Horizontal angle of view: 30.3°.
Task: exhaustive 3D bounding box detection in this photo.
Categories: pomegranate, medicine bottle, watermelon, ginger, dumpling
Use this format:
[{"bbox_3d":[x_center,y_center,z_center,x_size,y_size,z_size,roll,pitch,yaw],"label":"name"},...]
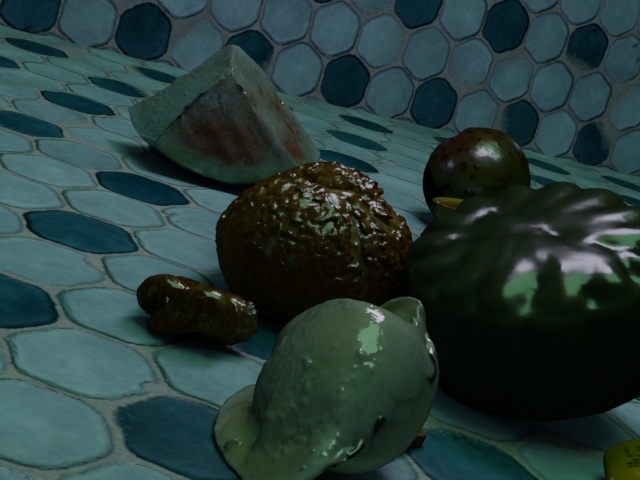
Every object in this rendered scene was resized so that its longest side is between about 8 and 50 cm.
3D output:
[{"bbox_3d":[0.362,-0.100,2.470,0.306,0.242,0.242,37,14,-5],"label":"pomegranate"},{"bbox_3d":[0.358,0.287,1.274,0.095,0.064,0.260,17,14,7],"label":"medicine bottle"},{"bbox_3d":[-0.178,-0.245,2.266,0.387,0.258,0.228,13,12,-2],"label":"watermelon"},{"bbox_3d":[-0.162,0.085,1.431,0.162,0.073,0.103,17,-1,26],"label":"ginger"},{"bbox_3d":[-0.004,0.149,1.207,0.227,0.175,0.243,-7,-5,33],"label":"dumpling"}]

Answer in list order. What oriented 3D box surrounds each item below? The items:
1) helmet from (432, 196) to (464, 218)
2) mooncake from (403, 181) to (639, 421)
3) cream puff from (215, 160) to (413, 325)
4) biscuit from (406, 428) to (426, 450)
[{"bbox_3d":[0.300,0.011,2.092,0.205,0.140,0.257,2,15,-43],"label":"helmet"},{"bbox_3d":[0.285,0.063,1.546,0.356,0.194,0.356,-5,30,3],"label":"mooncake"},{"bbox_3d":[0.000,0.000,1.652,0.303,0.212,0.303,16,19,-6],"label":"cream puff"},{"bbox_3d":[0.047,0.203,1.316,0.118,0.023,0.140,26,17,29],"label":"biscuit"}]
